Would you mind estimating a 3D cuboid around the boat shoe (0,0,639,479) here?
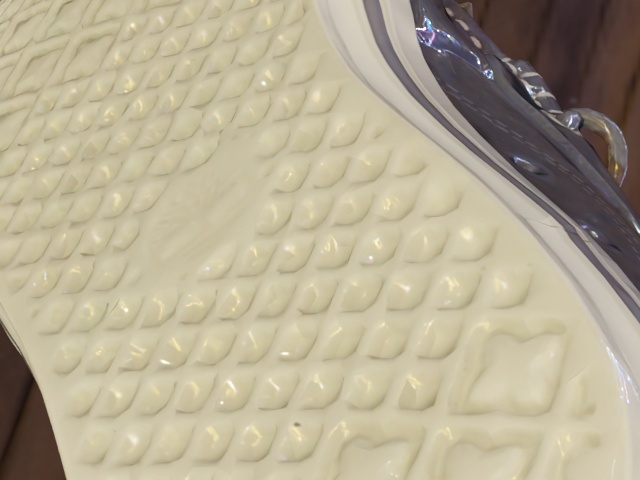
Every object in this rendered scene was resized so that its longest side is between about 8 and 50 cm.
[{"bbox_3d":[0.000,0.000,0.516,0.187,0.500,0.156,-39,125,8],"label":"boat shoe"}]
